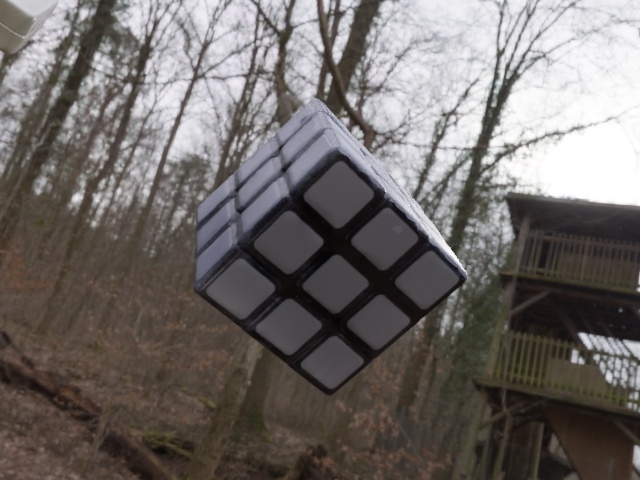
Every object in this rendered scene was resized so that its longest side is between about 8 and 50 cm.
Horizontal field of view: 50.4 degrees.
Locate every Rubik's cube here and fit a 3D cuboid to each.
[{"bbox_3d":[0.000,0.000,1.103,0.301,0.303,0.305,42,11,-23],"label":"Rubik's cube"}]

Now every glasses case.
[{"bbox_3d":[-0.492,-0.374,1.049,0.131,0.070,0.313,36,11,-26],"label":"glasses case"}]
